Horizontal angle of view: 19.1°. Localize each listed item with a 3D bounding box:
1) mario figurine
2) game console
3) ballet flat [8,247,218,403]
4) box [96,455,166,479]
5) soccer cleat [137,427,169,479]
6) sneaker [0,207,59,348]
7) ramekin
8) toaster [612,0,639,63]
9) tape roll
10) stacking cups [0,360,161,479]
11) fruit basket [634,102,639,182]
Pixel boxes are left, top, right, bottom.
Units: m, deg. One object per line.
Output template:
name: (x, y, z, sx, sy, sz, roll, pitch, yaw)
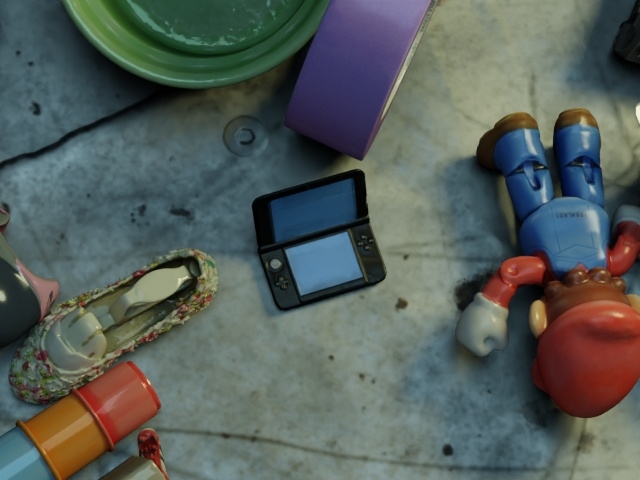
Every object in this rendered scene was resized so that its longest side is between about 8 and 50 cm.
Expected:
mario figurine: (0.243, 0.035, 1.953, 0.198, 0.170, 0.321, -19, 61, 24)
game console: (0.000, 0.000, 1.943, 0.122, 0.071, 0.107, -16, 75, -10)
ballet flat: (-0.208, 0.075, 1.896, 0.241, 0.077, 0.091, -34, 80, -14)
box: (-0.254, 0.346, 1.770, 0.311, 0.121, 0.148, -36, 94, -14)
soccer cleat: (-0.165, 0.225, 1.880, 0.029, 0.035, 0.083, -9, 97, 1)
sneaker: (-0.391, -0.021, 1.909, 0.131, 0.112, 0.319, -26, 71, -41)
ramekin: (-0.117, -0.307, 1.940, 0.303, 0.148, 0.303, 0, 95, 4)
toaster: (0.419, -0.274, 2.043, 0.146, 0.129, 0.227, 22, 70, -3)
tape roll: (0.059, -0.221, 1.910, 0.090, 0.275, 0.275, 25, 72, 2)
stacking cups: (-0.295, 0.232, 1.836, 0.316, 0.096, 0.096, -31, 78, -17)
fruit basket: (0.515, -0.039, 1.979, 0.353, 0.165, 0.327, -21, 86, -32)
